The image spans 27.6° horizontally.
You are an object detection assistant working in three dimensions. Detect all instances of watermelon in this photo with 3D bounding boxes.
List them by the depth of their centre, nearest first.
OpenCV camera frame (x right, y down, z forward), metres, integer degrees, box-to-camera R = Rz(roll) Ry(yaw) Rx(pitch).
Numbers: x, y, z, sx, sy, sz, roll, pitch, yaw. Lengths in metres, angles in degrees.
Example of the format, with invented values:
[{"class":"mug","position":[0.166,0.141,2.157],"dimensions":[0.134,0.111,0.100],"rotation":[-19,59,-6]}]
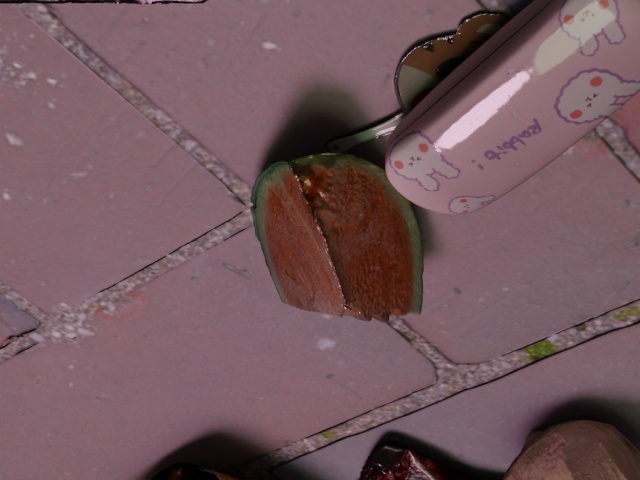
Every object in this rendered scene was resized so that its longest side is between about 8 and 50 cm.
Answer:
[{"class":"watermelon","position":[-0.001,-0.011,1.277],"dimensions":[0.146,0.128,0.231],"rotation":[10,131,40]}]

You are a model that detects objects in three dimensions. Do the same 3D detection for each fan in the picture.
[{"class":"fan","position":[0.103,-0.120,1.196],"dimensions":[0.226,0.008,0.152],"rotation":[-21,131,27]}]

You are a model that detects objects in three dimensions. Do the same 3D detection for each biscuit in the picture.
[{"class":"biscuit","position":[0.155,0.331,1.630],"dimensions":[0.235,0.063,0.151],"rotation":[22,124,-8]}]

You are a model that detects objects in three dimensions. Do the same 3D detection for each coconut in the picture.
[{"class":"coconut","position":[0.294,0.295,1.492],"dimensions":[0.194,0.194,0.194],"rotation":[5,137,4]}]

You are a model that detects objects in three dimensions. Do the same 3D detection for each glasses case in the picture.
[{"class":"glasses case","position":[0.175,-0.122,1.125],"dimensions":[0.113,0.075,0.297],"rotation":[28,133,-25]}]

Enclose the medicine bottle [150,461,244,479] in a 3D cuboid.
[{"class":"medicine bottle","position":[-0.064,0.451,1.666],"dimensions":[0.395,0.243,0.242],"rotation":[30,133,-29]}]

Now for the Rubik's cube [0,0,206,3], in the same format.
[{"class":"Rubik's cube","position":[-0.159,-0.292,0.928],"dimensions":[0.184,0.187,0.182],"rotation":[3,138,10]}]
